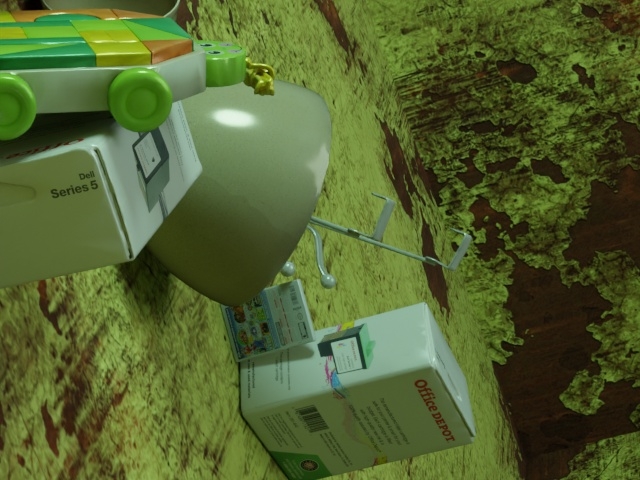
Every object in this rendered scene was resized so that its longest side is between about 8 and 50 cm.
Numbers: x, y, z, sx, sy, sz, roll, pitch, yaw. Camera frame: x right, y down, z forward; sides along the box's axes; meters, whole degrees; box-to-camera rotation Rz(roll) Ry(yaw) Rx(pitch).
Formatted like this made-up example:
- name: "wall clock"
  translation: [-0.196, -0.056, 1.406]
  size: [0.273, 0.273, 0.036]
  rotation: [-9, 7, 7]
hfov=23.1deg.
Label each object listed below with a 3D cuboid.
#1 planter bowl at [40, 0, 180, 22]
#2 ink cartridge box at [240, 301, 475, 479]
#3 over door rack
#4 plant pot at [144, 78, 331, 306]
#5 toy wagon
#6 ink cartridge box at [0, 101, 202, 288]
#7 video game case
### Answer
- name: "planter bowl"
  translation: [-0.248, -0.246, 1.838]
  size: [0.162, 0.162, 0.109]
  rotation: [-88, -175, -51]
- name: "ink cartridge box"
  translation: [0.053, 0.216, 2.181]
  size: [0.201, 0.278, 0.117]
  rotation: [60, 20, -45]
- name: "over door rack"
  translation: [0.000, 0.000, 2.096]
  size: [0.239, 0.324, 0.108]
  rotation: [20, 78, -57]
- name: "plant pot"
  translation: [-0.143, -0.086, 1.880]
  size: [0.191, 0.284, 0.284]
  rotation: [24, 41, -26]
- name: "toy wagon"
  translation: [-0.211, -0.166, 1.459]
  size: [0.267, 0.344, 0.068]
  rotation: [-132, -139, -63]
- name: "ink cartridge box"
  translation: [-0.247, -0.055, 1.486]
  size: [0.273, 0.198, 0.115]
  rotation: [-64, 140, -69]
- name: "video game case"
  translation: [-0.072, 0.110, 2.137]
  size: [0.011, 0.122, 0.087]
  rotation: [-6, 80, -68]
